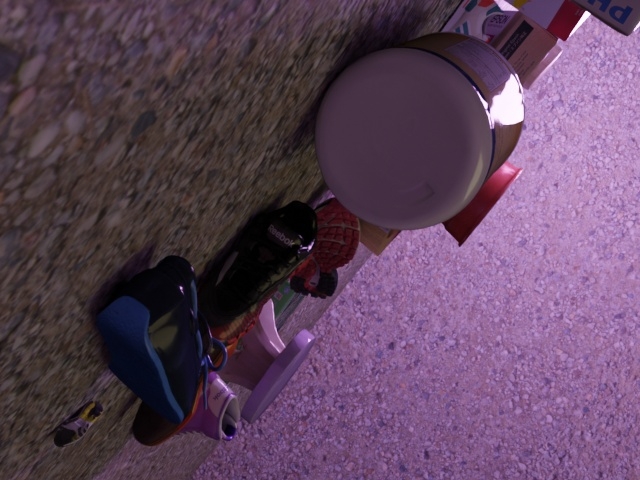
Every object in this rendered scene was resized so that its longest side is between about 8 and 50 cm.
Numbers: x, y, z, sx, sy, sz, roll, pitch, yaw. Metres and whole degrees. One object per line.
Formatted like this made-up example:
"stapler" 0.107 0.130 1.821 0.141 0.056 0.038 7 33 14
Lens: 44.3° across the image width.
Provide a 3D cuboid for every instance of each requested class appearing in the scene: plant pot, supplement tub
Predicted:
"plant pot" 0.363 -0.169 2.145 0.272 0.265 0.272 -49 172 -10
"supplement tub" 0.151 -0.162 1.075 0.228 0.228 0.316 -55 171 30

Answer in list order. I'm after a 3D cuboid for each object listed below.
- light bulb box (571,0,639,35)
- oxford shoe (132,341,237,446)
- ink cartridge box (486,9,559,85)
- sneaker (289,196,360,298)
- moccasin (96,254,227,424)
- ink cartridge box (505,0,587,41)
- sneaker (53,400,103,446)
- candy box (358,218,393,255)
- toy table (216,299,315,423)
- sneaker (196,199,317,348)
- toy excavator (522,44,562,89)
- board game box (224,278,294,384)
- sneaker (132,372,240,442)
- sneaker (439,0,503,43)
"light bulb box" 0.431 -0.510 0.931 0.358 0.225 0.361 -45 165 -29
"oxford shoe" -0.239 0.220 1.236 0.098 0.097 0.271 3 124 -56
"ink cartridge box" 0.296 -0.317 1.424 0.193 0.088 0.234 -53 -165 9
"sneaker" 0.000 0.000 1.494 0.299 0.121 0.111 115 -13 -59
"moccasin" -0.173 0.129 0.937 0.116 0.138 0.342 -52 175 -26
"ink cartridge box" 0.376 -0.440 1.267 0.128 0.176 0.127 -46 169 -36
"sneaker" -0.319 0.248 1.035 0.035 0.031 0.083 -56 171 36
"candy box" 0.155 -0.100 1.439 0.183 0.088 0.316 -48 172 -16
"toy table" -0.134 0.228 1.537 0.252 0.161 0.274 -41 167 -52
"sneaker" -0.091 0.038 1.121 0.276 0.098 0.135 -48 172 -37
"toy excavator" 0.542 -0.537 1.622 0.445 0.222 0.433 -50 171 11
"board game box" -0.121 0.190 1.866 0.317 0.046 0.213 -53 171 21
"sneaker" -0.240 0.332 1.426 0.102 0.161 0.282 -45 172 -45
"sneaker" 0.243 -0.342 1.328 0.161 0.075 0.057 -54 172 23
